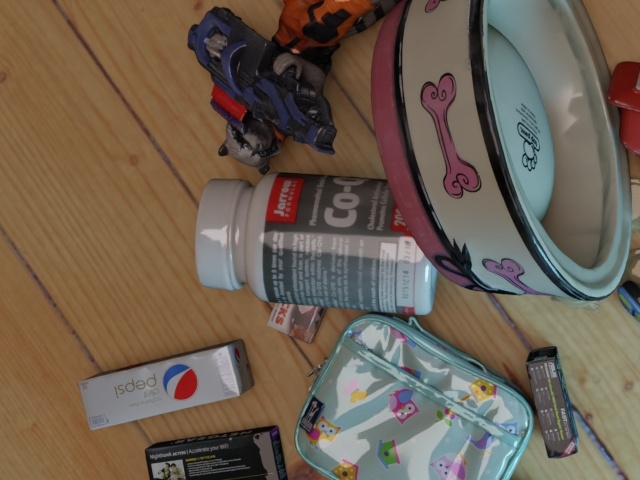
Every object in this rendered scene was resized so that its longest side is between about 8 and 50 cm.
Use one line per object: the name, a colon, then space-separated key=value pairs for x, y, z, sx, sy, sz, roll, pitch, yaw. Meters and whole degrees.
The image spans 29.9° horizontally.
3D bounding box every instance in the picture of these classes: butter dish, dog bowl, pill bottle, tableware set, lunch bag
butter dish: x=0.410 y=-0.131 z=1.403 sx=0.160 sy=0.160 sz=0.118 roll=14 pitch=119 yaw=12
dog bowl: x=0.203 y=-0.123 z=1.323 sx=0.150 sy=0.408 sz=0.408 roll=-12 pitch=90 yaw=31
pill bottle: x=0.000 y=0.000 z=1.452 sx=0.283 sy=0.161 sz=0.161 roll=4 pitch=94 yaw=9
tableware set: x=0.350 y=0.003 z=1.473 sx=0.141 sy=0.020 sz=0.169 roll=-5 pitch=93 yaw=14
lunch bag: x=0.115 y=0.221 z=1.491 sx=0.279 sy=0.108 sz=0.224 roll=29 pitch=99 yaw=9

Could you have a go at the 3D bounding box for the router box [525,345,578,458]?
router box: x=0.283 y=0.196 z=1.461 sx=0.038 sy=0.092 sz=0.122 roll=-13 pitch=91 yaw=12

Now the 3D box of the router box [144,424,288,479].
router box: x=-0.133 y=0.324 z=1.582 sx=0.179 sy=0.046 sz=0.133 roll=-10 pitch=91 yaw=12

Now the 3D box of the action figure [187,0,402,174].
action figure: x=-0.002 y=-0.212 z=1.451 sx=0.330 sy=0.178 sz=0.341 roll=-52 pitch=45 yaw=17

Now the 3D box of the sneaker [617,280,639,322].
sneaker: x=0.447 y=0.087 z=1.438 sx=0.188 sy=0.067 sz=0.078 roll=20 pitch=91 yaw=5

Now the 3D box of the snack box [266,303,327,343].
snack box: x=-0.007 y=0.041 z=1.551 sx=0.064 sy=0.022 sz=0.178 roll=24 pitch=98 yaw=9

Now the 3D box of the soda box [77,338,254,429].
soda box: x=-0.203 y=0.189 z=1.576 sx=0.216 sy=0.074 sz=0.069 roll=-14 pitch=90 yaw=12
